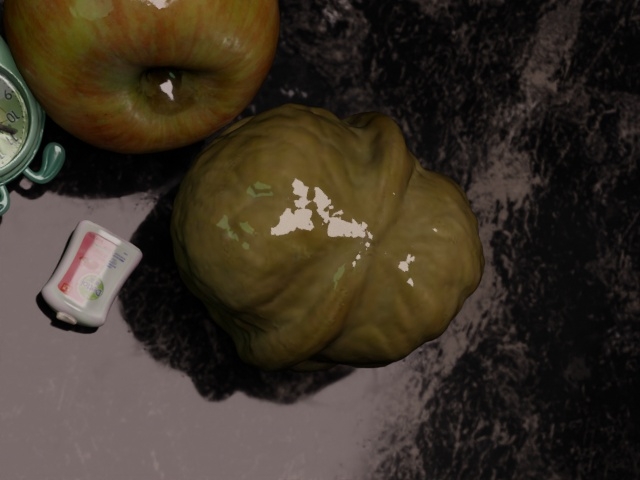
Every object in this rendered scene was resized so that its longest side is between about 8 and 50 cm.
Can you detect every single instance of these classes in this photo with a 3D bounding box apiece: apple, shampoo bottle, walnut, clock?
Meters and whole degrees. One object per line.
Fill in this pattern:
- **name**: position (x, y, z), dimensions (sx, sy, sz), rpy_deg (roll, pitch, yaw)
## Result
- **apple**: position (-0.175, -0.226, 1.656), dimensions (0.264, 0.264, 0.264), rpy_deg (3, 77, -16)
- **shampoo bottle**: position (-0.228, 0.038, 1.687), dimensions (0.072, 0.043, 0.099), rpy_deg (31, 71, -8)
- **walnut**: position (0.002, 0.001, 1.648), dimensions (0.253, 0.277, 0.282), rpy_deg (-41, 103, -15)
- **clock**: position (-0.345, -0.114, 1.677), dimensions (0.148, 0.060, 0.188), rpy_deg (-35, 90, -21)
